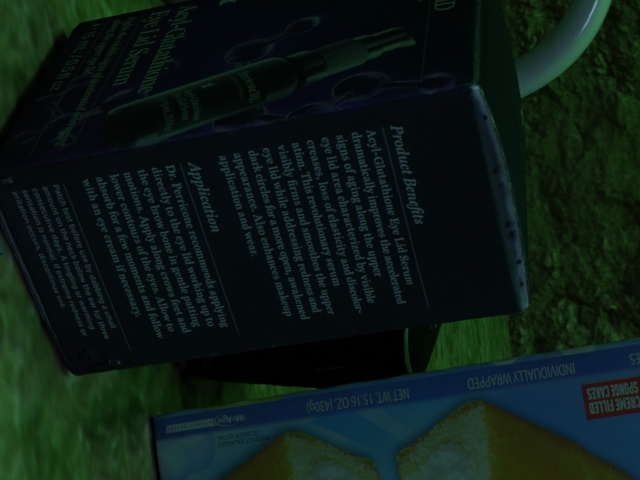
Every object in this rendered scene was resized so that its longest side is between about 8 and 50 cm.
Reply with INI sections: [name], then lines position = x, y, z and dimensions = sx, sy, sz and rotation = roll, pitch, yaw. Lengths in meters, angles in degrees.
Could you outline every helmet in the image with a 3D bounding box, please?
[helmet]
position = 0.000, 0.000, 0.777
dimensions = 0.169, 0.169, 0.162
rotation = 33, 58, -74

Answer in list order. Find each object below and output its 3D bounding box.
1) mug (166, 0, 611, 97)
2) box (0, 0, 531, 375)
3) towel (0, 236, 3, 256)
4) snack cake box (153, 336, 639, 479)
[mug]
position = 0.053, -0.259, 0.825
dimensions = 0.276, 0.328, 0.374
rotation = -47, 126, -75
[box]
position = -0.017, -0.038, 0.608
dimensions = 0.153, 0.207, 0.108
rotation = -81, 157, -57
[towel]
position = -0.182, -0.112, 0.348
dimensions = 0.336, 0.040, 0.243
rotation = 19, 60, -78
[snack cake box]
position = 0.062, 0.143, 0.680
dimensions = 0.089, 0.264, 0.152
rotation = 33, 48, -73
